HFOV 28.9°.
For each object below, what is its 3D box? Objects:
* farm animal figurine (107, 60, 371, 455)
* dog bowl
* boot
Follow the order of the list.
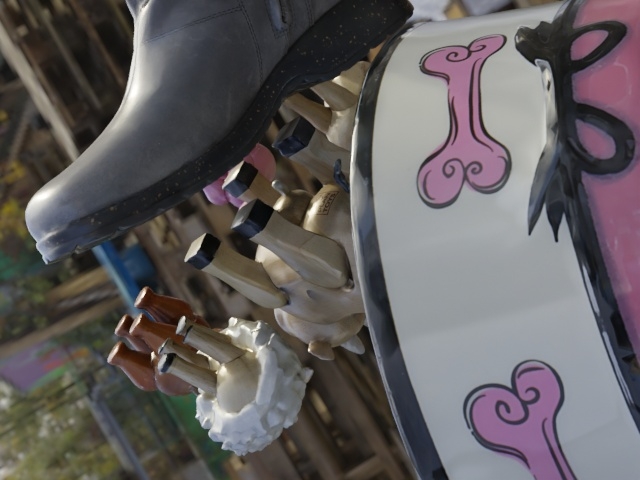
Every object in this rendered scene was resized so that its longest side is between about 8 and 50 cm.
[{"bbox_3d":[0.000,0.000,0.941,0.172,0.330,0.327,32,172,-15],"label":"farm animal figurine"},{"bbox_3d":[0.191,0.039,0.697,0.408,0.150,0.408,36,-137,-43],"label":"dog bowl"},{"bbox_3d":[-0.110,-0.155,0.813,0.223,0.338,0.118,54,147,-13],"label":"boot"}]
